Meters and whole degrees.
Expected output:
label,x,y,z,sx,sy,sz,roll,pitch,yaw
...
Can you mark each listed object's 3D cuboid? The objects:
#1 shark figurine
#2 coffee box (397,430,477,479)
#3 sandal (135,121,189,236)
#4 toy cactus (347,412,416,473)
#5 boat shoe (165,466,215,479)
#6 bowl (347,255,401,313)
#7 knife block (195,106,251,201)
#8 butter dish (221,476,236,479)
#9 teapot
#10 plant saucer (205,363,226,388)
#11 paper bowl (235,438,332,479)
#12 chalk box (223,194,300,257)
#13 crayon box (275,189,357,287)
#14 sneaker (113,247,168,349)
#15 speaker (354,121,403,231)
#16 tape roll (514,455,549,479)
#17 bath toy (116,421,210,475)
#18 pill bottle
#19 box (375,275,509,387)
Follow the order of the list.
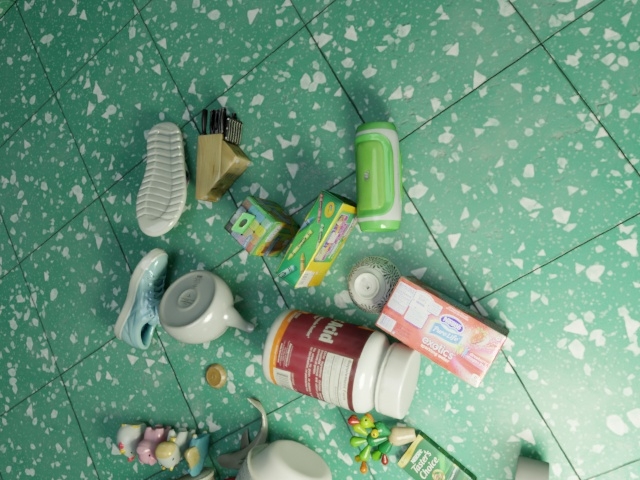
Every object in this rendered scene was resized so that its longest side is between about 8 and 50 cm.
label,x,y,z,sx,sy,sz,roll,pitch,yaw
shark figurine,-0.219,0.629,1.596,0.166,0.116,0.278,32,102,20
coffee box,0.311,0.620,1.399,0.184,0.040,0.113,38,102,21
sandal,-0.522,-0.208,1.783,0.170,0.102,0.415,0,74,9
toy cactus,0.166,0.539,1.400,0.181,0.112,0.218,-11,120,8
boat shoe,-0.457,0.828,1.692,0.325,0.117,0.096,-27,82,24
bowl,0.144,0.128,1.477,0.170,0.080,0.170,-1,87,23
knife block,-0.357,-0.297,1.714,0.275,0.088,0.242,-46,70,16
butter dish,-0.242,0.825,1.600,0.160,0.118,0.159,-18,36,21
teapot,-0.377,0.230,1.653,0.253,0.187,0.256,-33,47,0
plant saucer,-0.349,0.449,1.713,0.084,0.015,0.083,-1,87,24
paper bowl,-0.082,0.669,1.439,0.284,0.284,0.148,29,95,22
chalk box,-0.183,-0.041,1.556,0.132,0.213,0.132,44,105,19
crayon box,0.000,0.000,1.500,0.081,0.165,0.278,34,100,22
sneaker,-0.571,0.207,1.772,0.150,0.135,0.365,28,108,15
speaker,0.162,-0.175,1.459,0.131,0.131,0.296,-3,86,24
tape roll,0.491,0.629,1.223,0.072,0.219,0.219,6,90,25
bath toy,-0.536,0.683,1.710,0.349,0.151,0.128,-2,80,26
pill bottle,0.058,0.336,1.426,0.393,0.224,0.223,11,92,23
box,0.319,0.227,1.360,0.300,0.142,0.154,30,99,22
